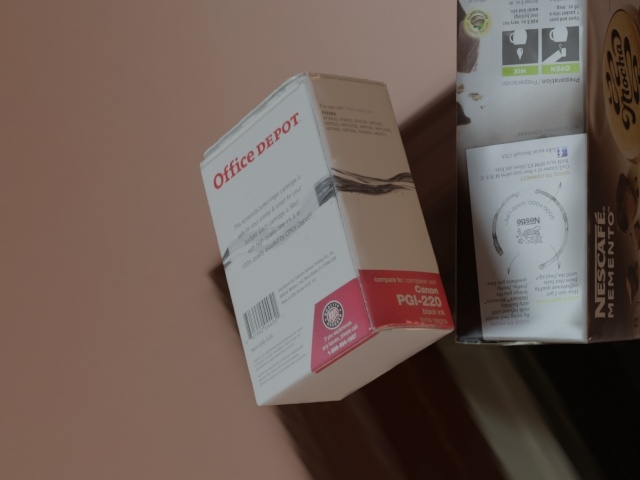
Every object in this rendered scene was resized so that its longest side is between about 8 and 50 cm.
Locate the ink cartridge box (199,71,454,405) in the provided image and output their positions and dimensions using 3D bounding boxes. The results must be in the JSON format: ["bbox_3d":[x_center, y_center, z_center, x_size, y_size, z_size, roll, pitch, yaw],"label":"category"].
[{"bbox_3d":[0.000,0.000,1.414,0.092,0.158,0.218,1,-115,-39],"label":"ink cartridge box"}]

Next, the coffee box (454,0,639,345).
[{"bbox_3d":[0.195,-0.063,1.493,0.168,0.118,0.297,4,-94,-61],"label":"coffee box"}]
